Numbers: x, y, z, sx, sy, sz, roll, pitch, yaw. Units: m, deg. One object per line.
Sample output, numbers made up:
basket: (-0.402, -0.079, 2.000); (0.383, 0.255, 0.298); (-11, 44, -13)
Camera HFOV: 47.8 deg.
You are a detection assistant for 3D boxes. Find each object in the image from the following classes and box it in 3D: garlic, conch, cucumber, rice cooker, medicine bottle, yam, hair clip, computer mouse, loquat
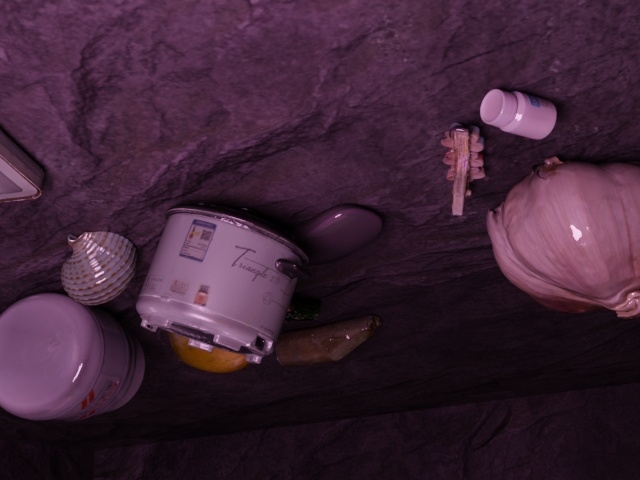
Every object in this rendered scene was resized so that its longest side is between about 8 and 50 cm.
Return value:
garlic: (0.428, -0.004, 1.123); (0.321, 0.241, 0.322); (9, 175, 1)
conch: (-0.381, 0.054, 1.253); (0.135, 0.102, 0.153); (-15, 159, -14)
cucumber: (-0.090, 0.146, 1.568); (0.187, 0.058, 0.058); (6, 155, -24)
rice cooker: (-0.149, 0.055, 1.129); (0.280, 0.227, 0.241); (6, 161, 33)
medicine bottle: (0.249, -0.160, 0.910); (0.089, 0.052, 0.052); (8, 154, -27)
yam: (0.024, 0.250, 1.787); (0.259, 0.106, 0.106); (-12, 156, 22)
hair clip: (0.204, -0.111, 1.030); (0.062, 0.056, 0.214); (7, 151, 14)
computer mouse: (0.000, 0.001, 1.241); (0.232, 0.057, 0.120); (-24, 150, 38)
loquat: (-0.169, 0.150, 1.389); (0.246, 0.214, 0.213); (-10, 157, 10)
medicine bottle: (-0.514, 0.249, 1.497); (0.245, 0.245, 0.306); (-8, 164, 8)

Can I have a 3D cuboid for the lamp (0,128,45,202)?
lamp: (-0.524, -0.110, 0.897); (0.266, 0.047, 0.269); (-7, 157, 6)
